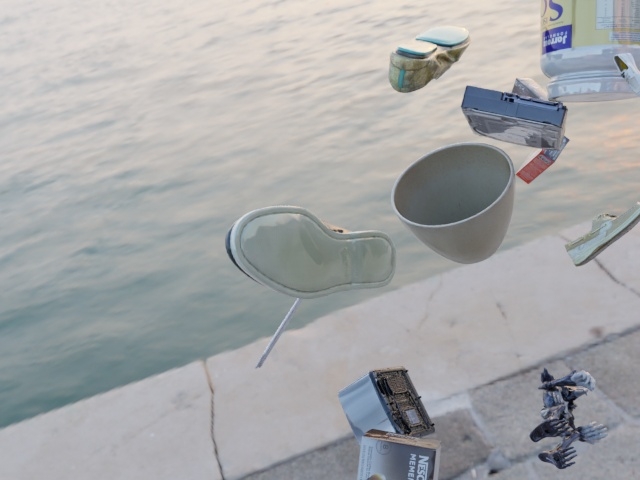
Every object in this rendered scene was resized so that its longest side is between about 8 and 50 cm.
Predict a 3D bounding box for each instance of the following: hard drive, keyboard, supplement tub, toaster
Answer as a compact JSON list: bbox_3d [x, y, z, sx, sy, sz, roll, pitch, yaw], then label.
[{"bbox_3d":[0.483,-0.294,1.800,0.237,0.064,0.339,15,1,17],"label":"hard drive"},{"bbox_3d":[-0.080,0.184,1.671,0.014,0.072,0.256,28,50,6],"label":"keyboard"},{"bbox_3d":[0.609,-0.482,1.606,0.241,0.331,0.241,-1,4,0],"label":"supplement tub"},{"bbox_3d":[0.141,0.365,1.551,0.110,0.168,0.186,-36,-23,24],"label":"toaster"}]

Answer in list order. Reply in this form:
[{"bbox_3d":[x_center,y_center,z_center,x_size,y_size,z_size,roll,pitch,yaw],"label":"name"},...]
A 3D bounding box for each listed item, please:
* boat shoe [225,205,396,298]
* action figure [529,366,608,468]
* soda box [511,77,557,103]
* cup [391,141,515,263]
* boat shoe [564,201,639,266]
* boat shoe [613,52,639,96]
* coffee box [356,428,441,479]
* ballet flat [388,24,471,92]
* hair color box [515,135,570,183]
[{"bbox_3d":[-0.028,0.018,1.063,0.113,0.127,0.340,-1,-1,41],"label":"boat shoe"},{"bbox_3d":[0.533,0.368,1.553,0.141,0.164,0.276,-19,9,30],"label":"action figure"},{"bbox_3d":[0.588,-0.380,1.983,0.053,0.060,0.169,-5,40,-19],"label":"soda box"},{"bbox_3d":[0.386,-0.073,1.987,0.331,0.237,0.331,-17,40,15],"label":"cup"},{"bbox_3d":[0.420,-0.016,1.078,0.135,0.045,0.050,-45,-24,29],"label":"boat shoe"},{"bbox_3d":[0.589,-0.316,1.389,0.035,0.100,0.035,-8,-22,-19],"label":"boat shoe"},{"bbox_3d":[0.136,0.482,1.319,0.141,0.246,0.098,6,-4,17],"label":"coffee box"},{"bbox_3d":[0.250,-0.420,1.696,0.123,0.123,0.348,0,23,31],"label":"ballet flat"},{"bbox_3d":[0.628,-0.235,2.065,0.093,0.053,0.167,-51,-2,-20],"label":"hair color box"}]
